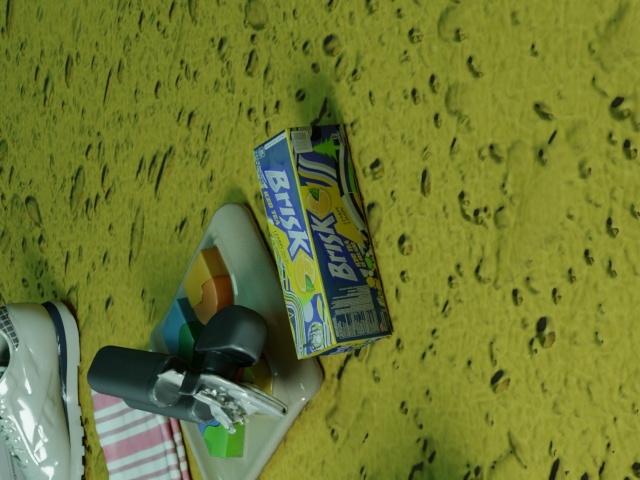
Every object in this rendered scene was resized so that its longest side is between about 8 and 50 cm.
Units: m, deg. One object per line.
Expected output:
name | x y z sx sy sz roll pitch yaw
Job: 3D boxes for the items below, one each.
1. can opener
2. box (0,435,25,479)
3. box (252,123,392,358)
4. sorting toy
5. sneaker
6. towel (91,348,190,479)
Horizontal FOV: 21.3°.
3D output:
can opener | -0.108 0.109 1.412 0.280 0.074 0.093 -8 56 60
box | -0.373 0.264 1.892 0.145 0.038 0.186 17 121 48
box | 0.000 0.000 1.287 0.059 0.054 0.169 -28 72 56
sorting toy | -0.083 0.101 1.450 0.208 0.038 0.193 -56 50 46
sneaker | -0.302 0.179 1.757 0.090 0.095 0.235 4 100 56
towel | -0.170 0.210 1.615 0.144 0.029 0.197 -30 71 55
